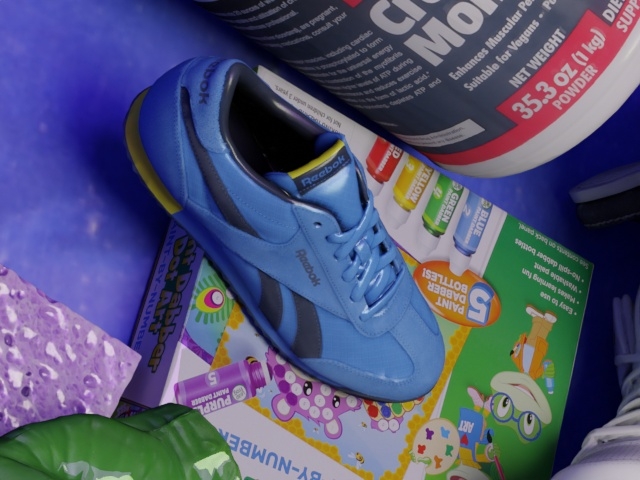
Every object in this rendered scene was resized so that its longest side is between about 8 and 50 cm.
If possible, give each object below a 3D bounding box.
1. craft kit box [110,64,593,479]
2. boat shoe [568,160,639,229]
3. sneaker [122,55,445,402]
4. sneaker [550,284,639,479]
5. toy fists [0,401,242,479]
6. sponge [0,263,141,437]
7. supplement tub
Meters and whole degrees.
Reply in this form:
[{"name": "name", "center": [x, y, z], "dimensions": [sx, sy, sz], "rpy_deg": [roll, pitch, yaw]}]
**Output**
[{"name": "craft kit box", "center": [0.019, 0.075, 0.822], "dimensions": [0.250, 0.061, 0.246], "rpy_deg": [28, 68, -30]}, {"name": "boat shoe", "center": [0.248, -0.021, 0.995], "dimensions": [0.233, 0.084, 0.079], "rpy_deg": [-5, 84, -41]}, {"name": "sneaker", "center": [0.000, 0.000, 0.738], "dimensions": [0.209, 0.082, 0.069], "rpy_deg": [49, 55, -21]}, {"name": "sneaker", "center": [0.179, 0.094, 0.877], "dimensions": [0.292, 0.108, 0.169], "rpy_deg": [20, 63, -63]}, {"name": "toy fists", "center": [-0.096, 0.205, 0.646], "dimensions": [0.142, 0.096, 0.279], "rpy_deg": [-15, 112, -35]}, {"name": "sponge", "center": [-0.170, 0.107, 0.683], "dimensions": [0.117, 0.031, 0.210], "rpy_deg": [39, 61, -25]}, {"name": "supplement tub", "center": [0.031, -0.169, 0.788], "dimensions": [0.272, 0.191, 0.191], "rpy_deg": [31, 64, -29]}]
